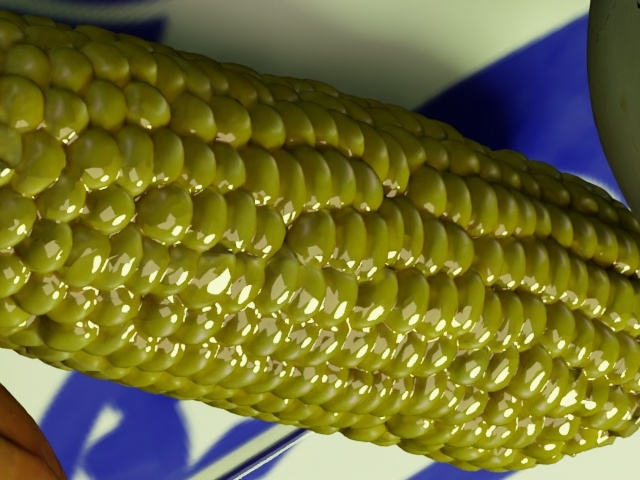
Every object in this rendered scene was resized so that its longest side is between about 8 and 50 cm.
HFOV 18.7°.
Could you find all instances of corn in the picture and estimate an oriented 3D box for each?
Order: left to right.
[{"bbox_3d":[-0.003,0.004,0.497,0.260,0.091,0.091,18,112,-43],"label":"corn"}]

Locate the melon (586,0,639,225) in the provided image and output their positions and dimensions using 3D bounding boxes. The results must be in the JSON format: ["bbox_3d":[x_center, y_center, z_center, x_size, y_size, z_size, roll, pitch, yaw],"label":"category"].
[{"bbox_3d":[0.209,-0.092,0.468,0.317,0.223,0.223,-42,142,-2],"label":"melon"}]

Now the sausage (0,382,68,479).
[{"bbox_3d":[-0.102,0.088,0.505,0.089,0.089,0.179,-32,136,-10],"label":"sausage"}]
